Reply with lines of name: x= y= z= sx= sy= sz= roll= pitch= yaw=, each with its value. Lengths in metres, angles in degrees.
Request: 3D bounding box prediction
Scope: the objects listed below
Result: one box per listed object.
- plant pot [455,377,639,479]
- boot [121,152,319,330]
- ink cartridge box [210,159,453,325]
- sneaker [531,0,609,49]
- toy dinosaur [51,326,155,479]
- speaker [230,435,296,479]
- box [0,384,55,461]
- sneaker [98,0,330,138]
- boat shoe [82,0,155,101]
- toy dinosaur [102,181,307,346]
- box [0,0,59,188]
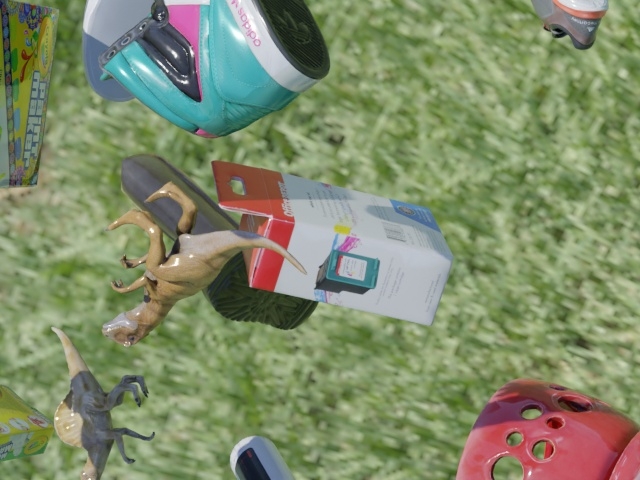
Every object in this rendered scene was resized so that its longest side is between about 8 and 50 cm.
plant pot: x=0.242 y=0.240 z=1.646 sx=0.174 sy=0.191 sz=0.191 roll=16 pitch=85 yaw=34
boot: x=-0.147 y=-0.011 z=2.028 sx=0.089 sy=0.236 sz=0.269 roll=-49 pitch=61 yaw=0
ink cartridge box: x=0.000 y=0.000 z=1.698 sx=0.134 sy=0.231 sz=0.078 roll=-108 pitch=33 yaw=-67
sneaker: x=0.226 y=-0.233 z=1.727 sx=0.158 sy=0.061 sz=0.065 roll=-121 pitch=33 yaw=-56
toy dinosaur: x=-0.216 y=0.158 z=1.704 sx=0.093 sy=0.053 sz=0.183 roll=-15 pitch=76 yaw=5
speaker: x=-0.054 y=0.253 z=1.831 sx=0.055 sy=0.055 sz=0.136 roll=-60 pitch=22 yaw=8
box: x=-0.393 y=0.215 z=2.059 sx=0.105 sy=0.179 sz=0.043 roll=33 pitch=109 yaw=25
sneaker: x=-0.117 y=-0.202 z=1.479 sx=0.178 sy=0.124 sz=0.295 roll=-38 pitch=58 yaw=25
boat shoe: x=-0.177 y=-0.261 z=1.681 sx=0.084 sy=0.095 sz=0.258 roll=20 pitch=97 yaw=66
toy dinosaur: x=-0.096 y=0.010 z=1.343 sx=0.211 sy=0.064 sz=0.112 roll=-32 pitch=96 yaw=40
box: x=-0.428 y=-0.149 z=1.565 sx=0.290 sy=0.279 sz=0.177 roll=9 pitch=95 yaw=13
